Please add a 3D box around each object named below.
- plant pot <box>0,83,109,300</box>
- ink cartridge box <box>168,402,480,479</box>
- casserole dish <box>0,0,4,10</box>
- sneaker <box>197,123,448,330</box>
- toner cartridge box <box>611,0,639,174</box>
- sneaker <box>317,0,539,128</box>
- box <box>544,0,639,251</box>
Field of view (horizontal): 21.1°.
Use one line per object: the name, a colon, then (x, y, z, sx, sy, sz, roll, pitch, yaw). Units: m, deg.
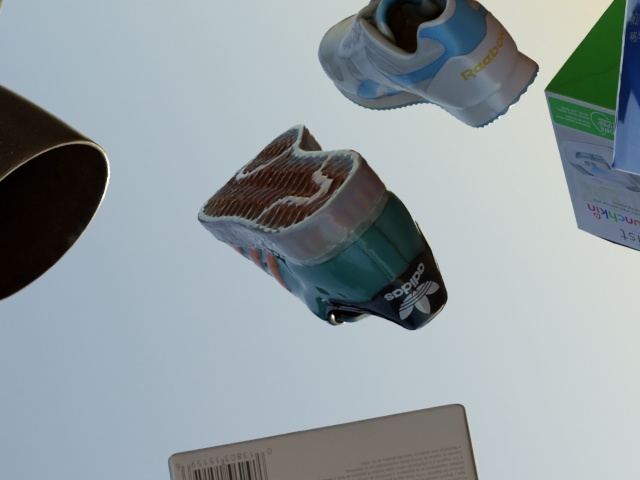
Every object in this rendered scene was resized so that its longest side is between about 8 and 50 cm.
plant pot: (-0.369, -0.087, 1.733, 0.230, 0.215, 0.215, 43, -168, 20)
ink cartridge box: (0.017, 0.287, 1.533, 0.060, 0.275, 0.239, 60, -160, -77)
casserole dish: (-0.327, -0.229, 1.522, 0.114, 0.037, 0.188, 38, -129, -35)
sneaker: (0.000, 0.000, 1.200, 0.121, 0.108, 0.302, 49, 175, -16)
toner cartridge box: (0.214, -0.102, 0.788, 0.075, 0.165, 0.348, 3, -175, -4)
sneaker: (0.061, -0.145, 1.220, 0.092, 0.087, 0.228, 46, 165, -27)
box: (0.384, -0.156, 1.897, 0.126, 0.262, 0.231, 21, 151, 34)
